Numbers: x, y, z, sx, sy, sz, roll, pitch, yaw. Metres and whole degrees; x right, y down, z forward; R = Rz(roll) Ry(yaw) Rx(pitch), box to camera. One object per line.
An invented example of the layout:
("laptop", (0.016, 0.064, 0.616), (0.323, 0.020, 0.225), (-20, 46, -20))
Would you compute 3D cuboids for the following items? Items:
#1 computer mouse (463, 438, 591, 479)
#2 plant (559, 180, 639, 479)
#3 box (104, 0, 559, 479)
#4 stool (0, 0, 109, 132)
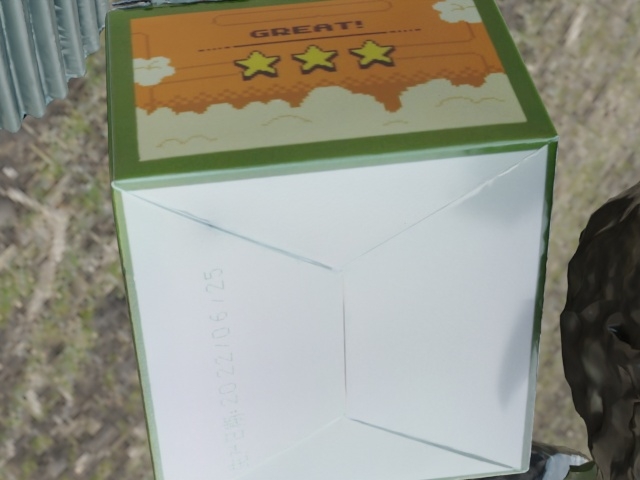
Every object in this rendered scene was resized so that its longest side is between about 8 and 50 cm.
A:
("computer mouse", (0.104, 0.202, 1.254), (0.170, 0.269, 0.100), (20, 84, -65))
("plant", (0.197, 0.068, 0.516), (0.215, 0.213, 0.312), (-3, 179, -8))
("box", (0.000, 0.000, 0.645), (0.177, 0.148, 0.195), (-6, 129, -4))
("stool", (-0.276, -0.242, 0.940), (0.297, 0.297, 0.330), (-43, 179, -16))
